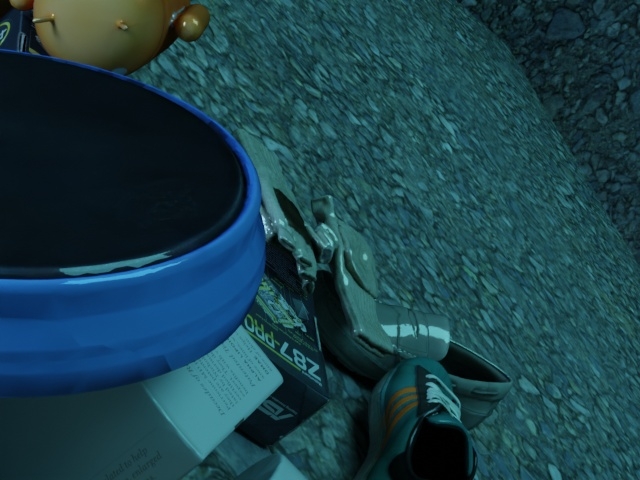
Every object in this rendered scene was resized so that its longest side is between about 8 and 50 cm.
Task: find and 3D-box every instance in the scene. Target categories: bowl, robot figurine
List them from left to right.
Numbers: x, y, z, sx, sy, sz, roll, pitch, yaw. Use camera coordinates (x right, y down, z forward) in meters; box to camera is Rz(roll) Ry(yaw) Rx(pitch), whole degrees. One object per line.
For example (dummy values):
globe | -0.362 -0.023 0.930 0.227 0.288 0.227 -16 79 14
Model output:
bowl | -0.226 -0.035 0.912 0.391 0.077 0.391 10 27 -5
robot figurine | -0.200 -0.224 1.268 0.158 0.128 0.219 47 18 -9

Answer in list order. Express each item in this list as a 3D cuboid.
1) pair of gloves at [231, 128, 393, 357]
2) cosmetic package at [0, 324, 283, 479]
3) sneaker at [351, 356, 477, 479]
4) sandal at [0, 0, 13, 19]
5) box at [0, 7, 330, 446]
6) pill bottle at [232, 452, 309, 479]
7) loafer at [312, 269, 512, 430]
pair of gloves | 0.000 0.000 1.419 0.240 0.042 0.204 44 20 -40
cosmetic package | -0.152 0.114 0.998 0.151 0.151 0.183 51 21 1
sneaker | 0.115 0.209 1.378 0.108 0.121 0.302 47 29 -14
sandal | -0.276 -0.225 1.398 0.265 0.102 0.076 24 30 -53
box | -0.167 -0.020 1.282 0.395 0.097 0.318 38 21 -31
pill bottle | 0.016 0.306 0.999 0.278 0.162 0.162 49 20 -5
loafer | 0.102 0.120 1.570 0.319 0.111 0.112 36 25 -34
